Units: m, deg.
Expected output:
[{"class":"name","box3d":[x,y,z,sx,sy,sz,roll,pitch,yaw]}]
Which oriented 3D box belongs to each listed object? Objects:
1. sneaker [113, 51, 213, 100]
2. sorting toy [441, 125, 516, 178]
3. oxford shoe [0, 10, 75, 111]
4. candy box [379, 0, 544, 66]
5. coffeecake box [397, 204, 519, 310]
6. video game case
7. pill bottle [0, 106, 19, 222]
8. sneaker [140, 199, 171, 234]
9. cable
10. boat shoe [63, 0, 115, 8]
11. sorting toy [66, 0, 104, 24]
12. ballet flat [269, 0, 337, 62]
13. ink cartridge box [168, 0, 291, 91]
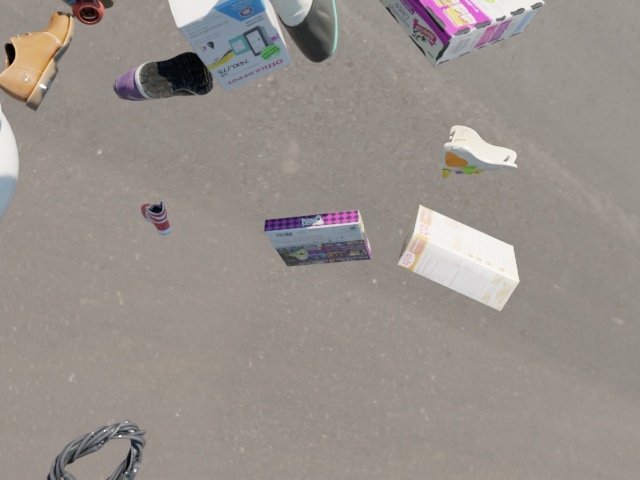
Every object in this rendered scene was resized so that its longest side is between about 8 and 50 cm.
[{"class":"sneaker","box3d":[-0.388,-0.402,1.388,0.283,0.124,0.107,-31,114,-58]},{"class":"sorting toy","box3d":[0.171,-0.090,0.599,0.083,0.075,0.044,-53,148,-60]},{"class":"oxford shoe","box3d":[-0.428,-0.292,0.848,0.076,0.076,0.212,28,43,-30]},{"class":"candy box","box3d":[0.238,-0.402,0.943,0.233,0.071,0.159,-27,74,-26]},{"class":"coffeecake box","box3d":[0.237,0.025,0.968,0.186,0.142,0.068,25,117,3]},{"class":"video game case","box3d":[0.000,0.000,1.396,0.210,0.232,0.041,63,24,-60]},{"class":"pill bottle","box3d":[-0.347,-0.050,0.454,0.169,0.302,0.169,11,70,-33]},{"class":"sneaker","box3d":[-0.367,-0.067,1.229,0.042,0.118,0.067,-31,137,-25]},{"class":"cable","box3d":[-0.382,0.380,0.967,0.151,0.047,0.184,16,109,-34]},{"class":"boat shoe","box3d":[-0.450,-0.490,1.092,0.064,0.178,0.060,49,62,-51]},{"class":"sorting toy","box3d":[-0.371,-0.391,0.879,0.061,0.102,0.042,-5,59,-28]},{"class":"ballet flat","box3d":[-0.045,-0.401,0.810,0.096,0.095,0.280,-15,98,-44]},{"class":"ink cartridge box","box3d":[-0.219,-0.539,1.347,0.198,0.270,0.197,-22,70,7]}]
